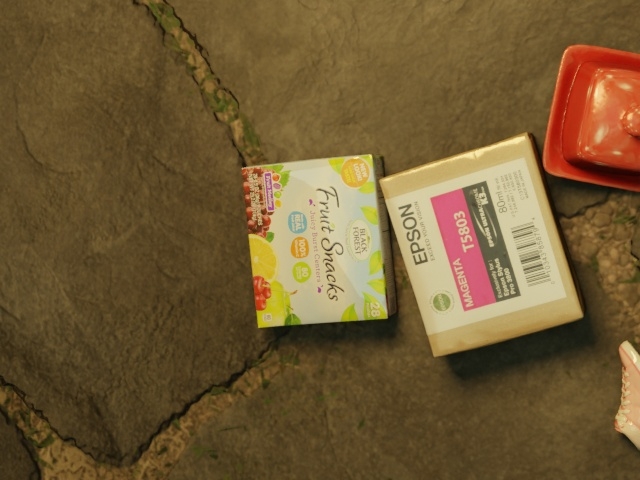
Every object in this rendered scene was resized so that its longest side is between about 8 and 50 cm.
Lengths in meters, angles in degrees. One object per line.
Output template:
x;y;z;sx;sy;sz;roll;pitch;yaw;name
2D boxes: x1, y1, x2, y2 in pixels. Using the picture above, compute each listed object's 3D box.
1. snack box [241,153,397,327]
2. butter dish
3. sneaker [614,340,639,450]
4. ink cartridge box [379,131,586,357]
0.000;0.000;1.582;0.174;0.070;0.207;-4;94;15;snack box
0.354;-0.139;1.442;0.159;0.118;0.160;10;97;-4;butter dish
0.378;0.193;1.507;0.070;0.051;0.134;-27;91;10;sneaker
0.199;0.006;1.522;0.193;0.088;0.235;-18;90;14;ink cartridge box
